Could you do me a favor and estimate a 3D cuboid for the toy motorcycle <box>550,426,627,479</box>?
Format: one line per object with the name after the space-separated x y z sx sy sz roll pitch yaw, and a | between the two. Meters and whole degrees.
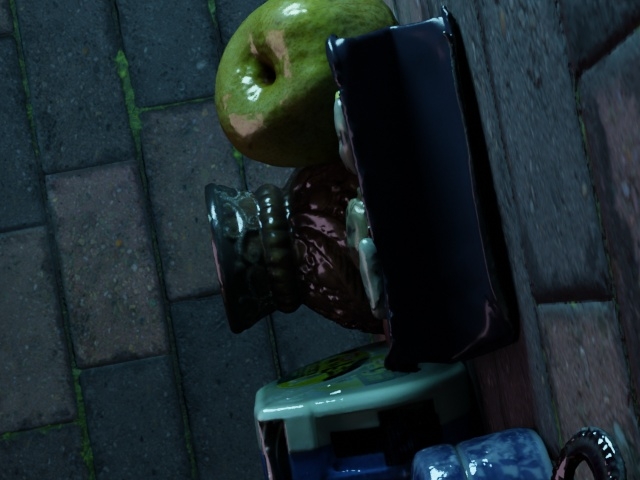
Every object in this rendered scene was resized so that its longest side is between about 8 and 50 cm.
0.146 0.286 0.732 0.221 0.148 0.325 114 159 -45 | toy motorcycle

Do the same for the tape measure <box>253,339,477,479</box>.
0.046 0.205 1.449 0.259 0.262 0.138 -124 17 -85 | tape measure

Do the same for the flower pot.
0.000 0.000 1.595 0.266 0.267 0.266 170 90 -89 | flower pot

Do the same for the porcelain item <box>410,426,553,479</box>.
0.136 0.235 1.050 0.147 0.114 0.147 169 90 -88 | porcelain item

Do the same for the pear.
-0.002 -0.184 1.457 0.228 0.211 0.188 -48 59 31 | pear

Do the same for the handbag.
0.083 -0.028 1.207 0.329 0.122 0.303 82 177 -83 | handbag
